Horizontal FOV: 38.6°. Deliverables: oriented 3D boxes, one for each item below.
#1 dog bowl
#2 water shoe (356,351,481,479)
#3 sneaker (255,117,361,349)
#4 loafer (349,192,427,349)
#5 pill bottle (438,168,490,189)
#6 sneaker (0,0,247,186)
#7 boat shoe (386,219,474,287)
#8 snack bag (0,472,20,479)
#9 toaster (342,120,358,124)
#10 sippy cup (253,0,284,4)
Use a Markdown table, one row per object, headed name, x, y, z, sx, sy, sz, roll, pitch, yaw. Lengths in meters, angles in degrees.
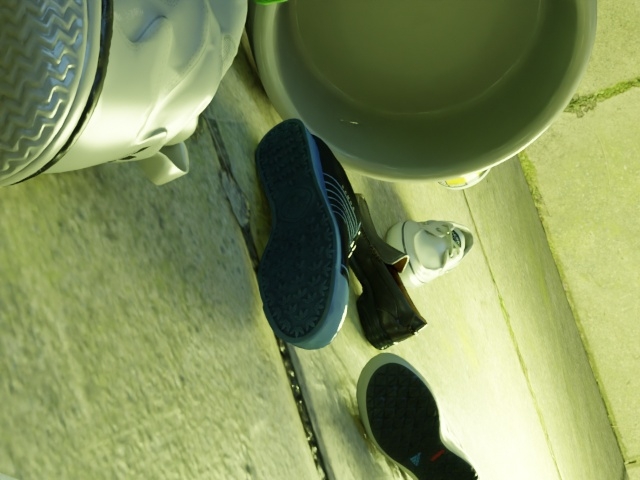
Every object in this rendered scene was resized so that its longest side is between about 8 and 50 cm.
| name | x | y | z | sx | sy | sz | roll | pitch | yaw |
| --- | --- | --- | --- | --- | --- | --- | --- | --- | --- |
| dog bowl | 0.093 | -0.205 | 0.853 | 0.348 | 0.349 | 0.102 | 58 | 19 | -32 |
| water shoe | 0.083 | 0.178 | 0.882 | 0.203 | 0.073 | 0.080 | 59 | -4 | -28 |
| sneaker | 0.000 | 0.000 | 0.777 | 0.090 | 0.081 | 0.232 | 40 | 34 | -42 |
| loafer | 0.065 | 0.026 | 0.952 | 0.062 | 0.061 | 0.170 | 12 | 60 | -66 |
| pill bottle | 0.190 | -0.169 | 1.404 | 0.184 | 0.103 | 0.103 | 49 | 29 | -44 |
| sneaker | -0.153 | -0.198 | 0.493 | 0.210 | 0.137 | 0.365 | 7 | 70 | -69 |
| boat shoe | 0.145 | 0.003 | 1.164 | 0.083 | 0.076 | 0.226 | 69 | 20 | -2 |
| snack bag | -0.073 | 0.294 | 0.378 | 0.323 | 0.037 | 0.342 | 48 | 30 | -48 |
| toaster | 0.046 | -0.229 | 1.071 | 0.186 | 0.110 | 0.168 | -1 | 73 | -69 |
| sippy cup | -0.090 | -0.329 | 0.637 | 0.240 | 0.224 | 0.305 | -2 | 74 | -69 |
